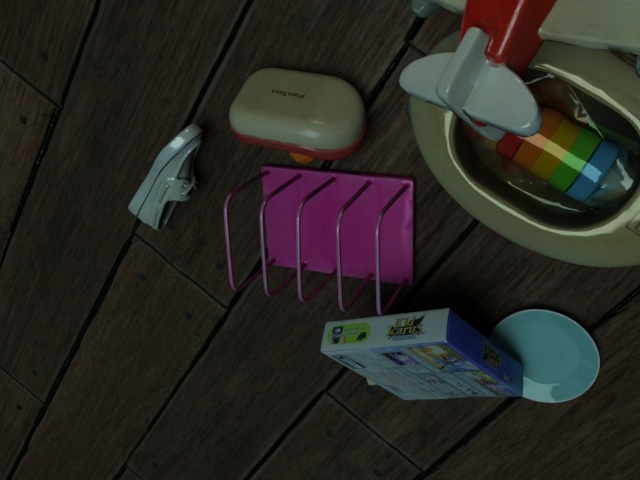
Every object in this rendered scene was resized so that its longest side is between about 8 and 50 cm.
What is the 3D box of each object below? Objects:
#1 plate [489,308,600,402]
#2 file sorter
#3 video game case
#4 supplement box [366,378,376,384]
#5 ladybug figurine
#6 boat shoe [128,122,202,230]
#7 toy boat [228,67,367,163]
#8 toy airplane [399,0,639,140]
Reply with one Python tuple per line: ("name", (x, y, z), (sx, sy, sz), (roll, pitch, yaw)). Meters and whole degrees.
("plate", (0.388, 0.199, 1.230), (0.188, 0.024, 0.188), (10, 118, 20))
("file sorter", (0.000, 0.000, 1.224), (0.290, 0.182, 0.202), (8, 116, 22))
("video game case", (0.178, 0.203, 1.206), (0.244, 0.061, 0.269), (-11, 146, 38))
("supplement box", (0.111, 0.228, 1.366), (0.062, 0.036, 0.098), (-11, 108, 30))
("ladybug figurine", (0.343, -0.142, 1.007), (0.449, 0.162, 0.305), (36, 122, 7))
("boat shoe", (-0.283, -0.114, 1.359), (0.088, 0.096, 0.267), (42, 125, -3))
("toy boat", (-0.032, -0.191, 1.196), (0.231, 0.151, 0.151), (14, 149, 20))
("toy airplane", (0.259, -0.296, 0.805), (0.384, 0.272, 0.386), (-31, 74, 43))
